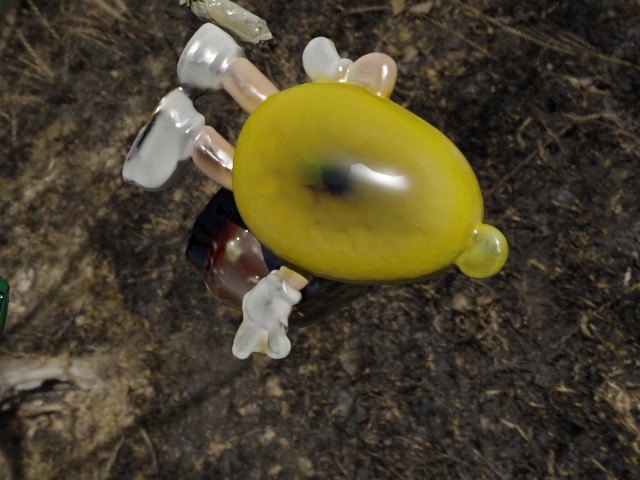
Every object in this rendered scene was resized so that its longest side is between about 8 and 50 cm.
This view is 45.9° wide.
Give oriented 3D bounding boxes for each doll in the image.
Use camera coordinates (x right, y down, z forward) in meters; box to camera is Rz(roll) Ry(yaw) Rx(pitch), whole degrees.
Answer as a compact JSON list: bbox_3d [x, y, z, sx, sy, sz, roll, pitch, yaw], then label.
[{"bbox_3d":[-0.036,-0.067,0.838,0.348,0.161,0.423,-37,76,23],"label":"doll"}]

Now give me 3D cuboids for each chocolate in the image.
[{"bbox_3d":[0.000,0.000,1.094,0.210,0.340,0.225,43,146,24],"label":"chocolate"}]

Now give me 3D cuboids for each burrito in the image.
[{"bbox_3d":[-0.174,-0.410,1.383,0.058,0.188,0.045,-59,7,41],"label":"burrito"}]

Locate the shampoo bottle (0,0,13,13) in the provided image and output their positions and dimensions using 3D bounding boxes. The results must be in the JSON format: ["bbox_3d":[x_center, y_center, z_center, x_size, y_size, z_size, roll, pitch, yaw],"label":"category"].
[{"bbox_3d":[-0.495,-0.433,1.184,0.072,0.049,0.212,-42,5,-36],"label":"shampoo bottle"}]

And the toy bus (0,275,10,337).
[{"bbox_3d":[-0.679,0.091,1.226,0.184,0.343,0.199,13,77,23],"label":"toy bus"}]
